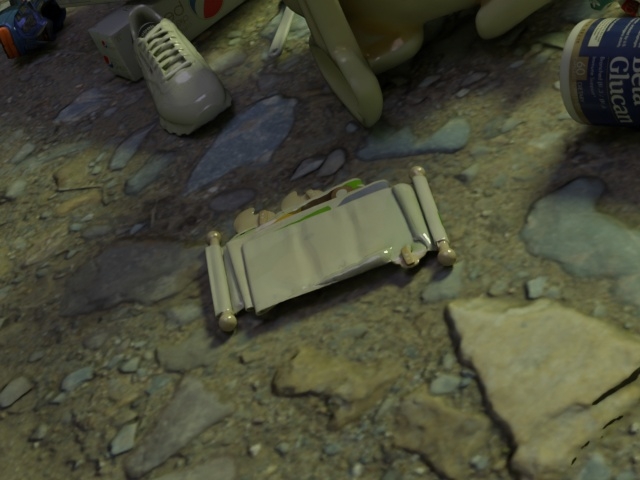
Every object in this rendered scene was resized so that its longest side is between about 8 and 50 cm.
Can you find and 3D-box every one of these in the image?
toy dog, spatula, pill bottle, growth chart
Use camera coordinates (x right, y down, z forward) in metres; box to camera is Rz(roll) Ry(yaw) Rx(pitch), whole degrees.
[{"bbox_3d":[0.147,-0.346,1.223,0.407,0.285,0.395,-26,16,-1],"label":"toy dog"},{"bbox_3d":[0.017,-0.298,1.425,0.168,0.019,0.242,-7,40,18],"label":"spatula"},{"bbox_3d":[0.296,-0.140,0.964,0.169,0.094,0.094,8,47,40],"label":"pill bottle"},{"bbox_3d":[0.000,0.000,1.041,0.237,0.021,0.172,-19,35,12],"label":"growth chart"}]

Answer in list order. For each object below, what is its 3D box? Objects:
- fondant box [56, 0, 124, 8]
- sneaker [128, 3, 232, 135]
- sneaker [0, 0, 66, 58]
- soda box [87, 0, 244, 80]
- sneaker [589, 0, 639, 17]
[{"bbox_3d":[-0.199,-0.417,1.520,0.330,0.096,0.238,5,44,45],"label":"fondant box"},{"bbox_3d":[-0.178,-0.204,1.361,0.090,0.095,0.235,-31,36,-8],"label":"sneaker"},{"bbox_3d":[-0.424,-0.347,1.737,0.087,0.083,0.221,-7,42,4],"label":"sneaker"},{"bbox_3d":[-0.194,-0.304,1.516,0.216,0.074,0.069,-41,36,-20],"label":"soda box"},{"bbox_3d":[0.327,-0.265,1.142,0.161,0.075,0.057,-13,34,-30],"label":"sneaker"}]
